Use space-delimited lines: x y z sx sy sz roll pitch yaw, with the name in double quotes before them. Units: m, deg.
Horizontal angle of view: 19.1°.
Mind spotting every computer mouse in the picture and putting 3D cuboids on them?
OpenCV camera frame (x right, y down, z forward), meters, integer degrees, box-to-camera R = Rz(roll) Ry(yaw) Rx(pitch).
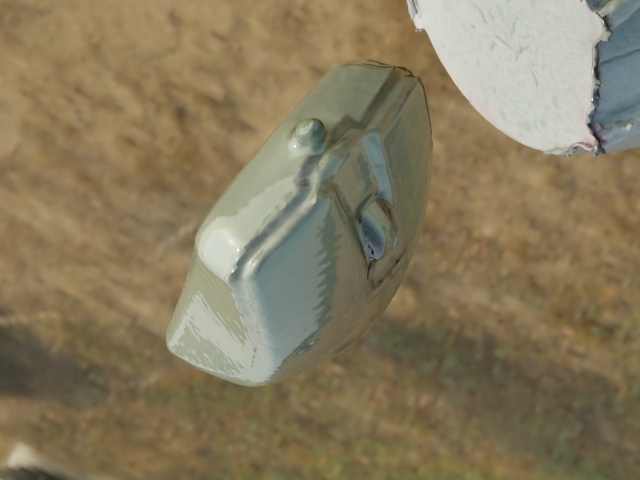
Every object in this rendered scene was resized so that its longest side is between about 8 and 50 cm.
"computer mouse" 0.000 0.000 0.579 0.056 0.089 0.181 34 163 3

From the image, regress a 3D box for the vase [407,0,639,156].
"vase" 0.272 -0.220 1.148 0.250 0.445 0.250 46 151 35
